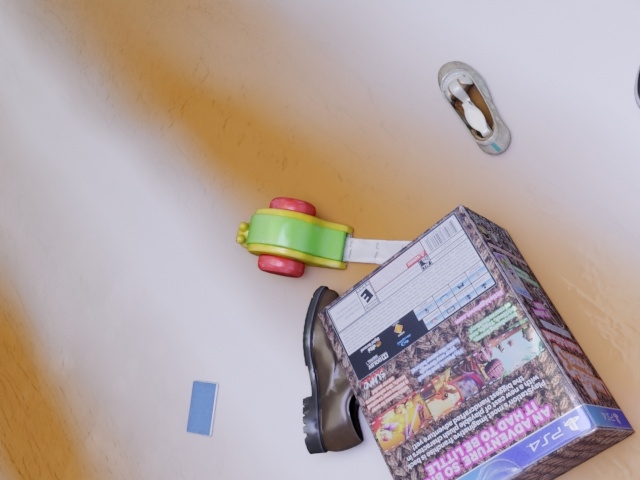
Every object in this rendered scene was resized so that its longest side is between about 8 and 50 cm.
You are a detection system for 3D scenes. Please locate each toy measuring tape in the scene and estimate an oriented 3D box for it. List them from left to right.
[{"bbox_3d":[0.000,0.000,1.130,0.330,0.121,0.121,5,81,37],"label":"toy measuring tape"}]

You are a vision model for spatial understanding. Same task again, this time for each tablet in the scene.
[{"bbox_3d":[-0.185,0.262,1.265,0.054,0.006,0.083,-1,79,36],"label":"tablet"}]

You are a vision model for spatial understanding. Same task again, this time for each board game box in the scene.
[{"bbox_3d":[0.171,0.150,0.944,0.232,0.141,0.291,-39,58,23],"label":"board game box"}]

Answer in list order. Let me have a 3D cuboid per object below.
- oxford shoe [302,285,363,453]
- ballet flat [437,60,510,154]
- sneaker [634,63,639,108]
[{"bbox_3d":[0.028,0.171,1.098,0.096,0.083,0.227,-8,73,16],"label":"oxford shoe"},{"bbox_3d":[0.198,-0.186,1.070,0.057,0.052,0.168,-41,57,21],"label":"ballet flat"},{"bbox_3d":[0.428,-0.276,0.864,0.104,0.147,0.296,46,107,33],"label":"sneaker"}]
